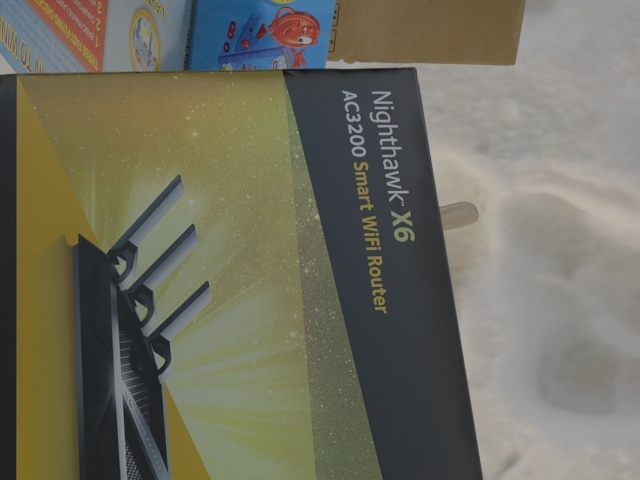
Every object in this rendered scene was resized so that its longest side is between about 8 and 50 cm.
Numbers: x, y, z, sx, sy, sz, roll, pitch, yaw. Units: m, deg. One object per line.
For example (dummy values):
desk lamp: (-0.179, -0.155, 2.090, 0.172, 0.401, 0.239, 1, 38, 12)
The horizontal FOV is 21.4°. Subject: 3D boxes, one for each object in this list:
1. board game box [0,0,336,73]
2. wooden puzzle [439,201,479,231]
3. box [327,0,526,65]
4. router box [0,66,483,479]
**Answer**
board game box: (-0.096, -0.198, 0.971, 0.308, 0.086, 0.302, 46, 135, 48)
wooden puzzle: (0.000, 0.000, 1.571, 0.238, 0.221, 0.044, 6, 107, 64)
box: (0.073, -0.218, 1.154, 0.021, 0.164, 0.201, -129, 42, -61)
router box: (-0.059, 0.076, 0.746, 0.081, 0.242, 0.309, 117, 148, -64)
